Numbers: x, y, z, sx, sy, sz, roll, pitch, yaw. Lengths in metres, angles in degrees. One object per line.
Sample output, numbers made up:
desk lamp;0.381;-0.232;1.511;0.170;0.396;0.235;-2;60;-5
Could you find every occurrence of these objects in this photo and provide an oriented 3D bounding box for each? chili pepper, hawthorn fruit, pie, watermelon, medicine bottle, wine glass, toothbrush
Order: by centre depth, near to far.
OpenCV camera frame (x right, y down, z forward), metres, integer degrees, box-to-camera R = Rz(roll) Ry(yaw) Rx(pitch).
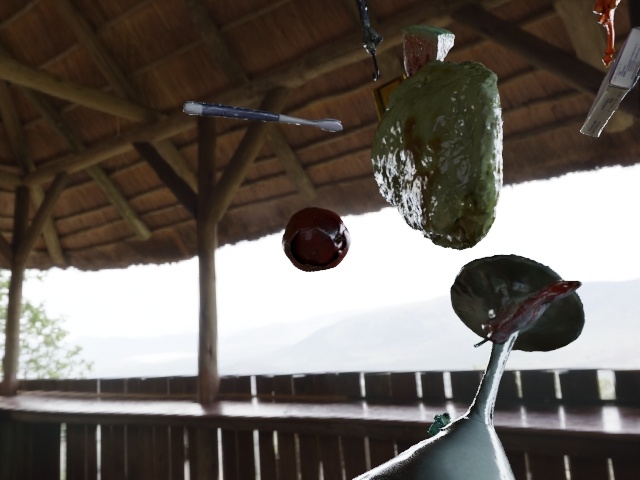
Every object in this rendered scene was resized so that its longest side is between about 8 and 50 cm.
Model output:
pie;0.118;-0.091;0.615;0.090;0.200;0.248;-1;19;-15
chili pepper;0.256;0.088;0.719;0.153;0.041;0.050;-44;6;20
wine glass;0.210;0.224;0.743;0.267;0.267;0.406;-12;31;39
toothbrush;-0.095;-0.219;1.000;0.288;0.024;0.026;2;26;-22
hawthorn fruit;0.000;0.000;1.220;0.148;0.147;0.172;5;2;-43
medicine bottle;0.668;-0.350;1.286;0.052;0.171;0.201;25;-14;15
watermelon;0.234;-0.426;1.296;0.121;0.158;0.098;21;12;-48

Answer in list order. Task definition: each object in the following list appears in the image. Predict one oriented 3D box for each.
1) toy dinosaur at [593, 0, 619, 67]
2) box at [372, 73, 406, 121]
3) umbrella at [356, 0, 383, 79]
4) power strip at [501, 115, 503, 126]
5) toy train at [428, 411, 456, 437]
toy dinosaur;0.433;-0.389;0.824;0.071;0.288;0.117;15;34;25
box;0.200;-0.180;1.180;0.084;0.301;0.193;-24;-47;18
umbrella;0.097;-0.459;1.177;0.044;0.268;0.044;-7;-12;-13
power strip;0.320;-0.297;1.335;0.216;0.145;0.061;17;40;18
toy train;0.204;0.300;0.856;0.029;0.045;0.092;-13;41;-45
